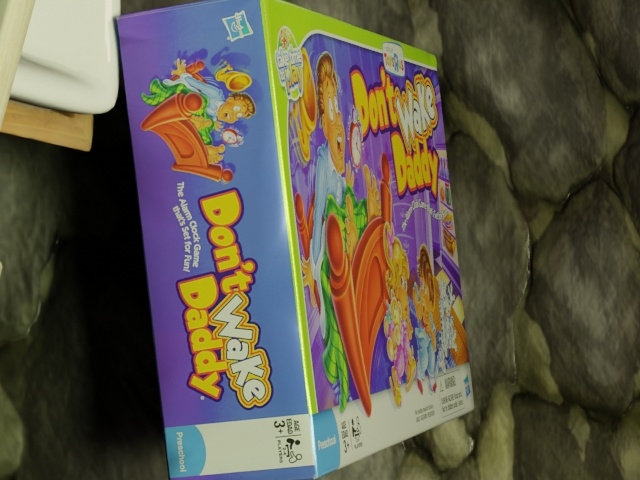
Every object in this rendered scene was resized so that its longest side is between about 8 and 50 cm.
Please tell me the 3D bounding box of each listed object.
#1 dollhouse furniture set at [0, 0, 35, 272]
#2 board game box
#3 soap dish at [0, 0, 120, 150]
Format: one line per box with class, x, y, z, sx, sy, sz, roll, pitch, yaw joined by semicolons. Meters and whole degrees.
dollhouse furniture set;-0.227;-0.126;0.632;0.198;0.303;0.286;6;104;-54
board game box;0.000;0.000;1.064;0.347;0.078;0.233;-3;86;-73
soap dish;-0.197;-0.195;0.880;0.229;0.118;0.291;11;75;-60
